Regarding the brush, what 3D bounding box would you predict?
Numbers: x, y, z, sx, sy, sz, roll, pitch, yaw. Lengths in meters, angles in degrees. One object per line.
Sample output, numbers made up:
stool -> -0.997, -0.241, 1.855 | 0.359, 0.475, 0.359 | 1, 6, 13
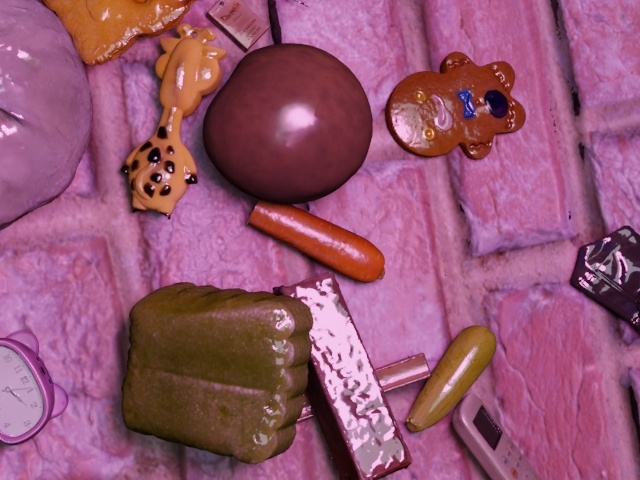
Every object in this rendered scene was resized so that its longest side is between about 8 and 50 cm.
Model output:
brush -> 0.046, 0.226, 1.422 | 0.248, 0.036, 0.043 | -18, 83, -9

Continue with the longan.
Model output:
longan -> -0.050, -0.167, 1.352 | 0.248, 0.248, 0.248 | 2, 82, -14

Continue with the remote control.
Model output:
remote control -> 0.304, 0.372, 1.451 | 0.309, 0.038, 0.090 | 54, 33, -2

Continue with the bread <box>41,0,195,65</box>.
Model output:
bread -> -0.272, -0.356, 1.371 | 0.233, 0.088, 0.160 | -32, 82, -2

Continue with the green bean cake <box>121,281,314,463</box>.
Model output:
green bean cake -> -0.143, 0.172, 1.283 | 0.248, 0.125, 0.222 | 9, 91, 16

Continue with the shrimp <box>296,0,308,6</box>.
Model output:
shrimp -> -0.119, -0.414, 1.441 | 0.233, 0.079, 0.090 | 27, 41, -14

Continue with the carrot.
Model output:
carrot -> 0.000, 0.000, 1.420 | 0.225, 0.067, 0.067 | 25, 77, -9

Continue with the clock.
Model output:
clock -> -0.419, 0.199, 1.293 | 0.110, 0.050, 0.152 | -29, 91, -16

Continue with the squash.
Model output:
squash -> 0.199, 0.211, 1.448 | 0.066, 0.066, 0.201 | 42, 78, -6

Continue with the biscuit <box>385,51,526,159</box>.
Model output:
biscuit -> 0.218, -0.213, 1.522 | 0.236, 0.039, 0.179 | -16, 88, -14

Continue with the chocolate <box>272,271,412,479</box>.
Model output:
chocolate -> 0.025, 0.191, 1.351 | 0.112, 0.112, 0.321 | -20, 78, -12

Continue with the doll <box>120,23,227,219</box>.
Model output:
doll -> -0.215, -0.175, 1.377 | 0.117, 0.086, 0.291 | 11, 81, 5

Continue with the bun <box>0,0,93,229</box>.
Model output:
bun -> -0.479, -0.172, 1.243 | 0.362, 0.211, 0.361 | 0, 89, -9

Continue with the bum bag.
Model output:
bum bag -> 0.553, 0.096, 1.550 | 0.310, 0.074, 0.137 | 37, 86, -7

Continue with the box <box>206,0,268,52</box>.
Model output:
box -> -0.128, -0.337, 1.452 | 0.083, 0.024, 0.053 | 43, 74, -4
